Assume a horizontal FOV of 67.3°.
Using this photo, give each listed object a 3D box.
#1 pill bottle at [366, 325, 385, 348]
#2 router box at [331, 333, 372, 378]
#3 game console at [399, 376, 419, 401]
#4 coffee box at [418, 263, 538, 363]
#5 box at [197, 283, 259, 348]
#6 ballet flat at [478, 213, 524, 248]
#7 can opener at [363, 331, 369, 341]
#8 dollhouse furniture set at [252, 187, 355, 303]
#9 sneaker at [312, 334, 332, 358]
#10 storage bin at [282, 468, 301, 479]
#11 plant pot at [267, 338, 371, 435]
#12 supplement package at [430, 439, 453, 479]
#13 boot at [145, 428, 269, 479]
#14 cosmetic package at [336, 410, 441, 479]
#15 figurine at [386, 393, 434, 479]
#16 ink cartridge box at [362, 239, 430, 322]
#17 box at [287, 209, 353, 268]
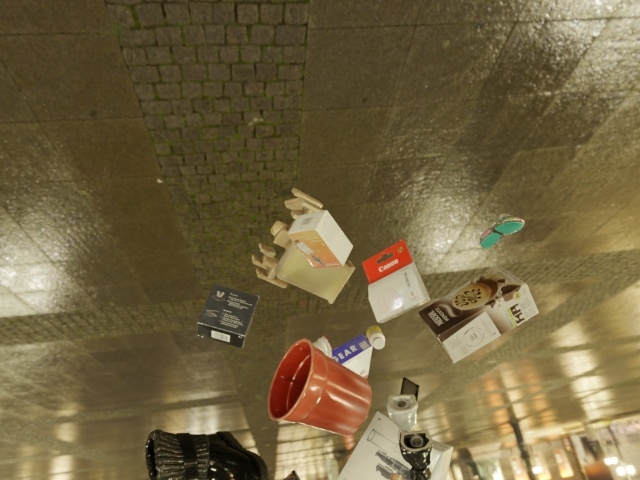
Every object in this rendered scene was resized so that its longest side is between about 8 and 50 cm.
[{"bbox_3d":[0.229,0.401,1.981,0.065,0.065,0.116,-8,-166,-3],"label":"pill bottle"},{"bbox_3d":[0.068,0.606,2.177,0.335,0.082,0.301,-26,142,-22],"label":"router box"},{"bbox_3d":[0.315,0.579,1.749,0.071,0.122,0.107,15,144,7],"label":"game console"},{"bbox_3d":[0.474,0.219,1.467,0.297,0.168,0.119,-32,110,0],"label":"coffee box"},{"bbox_3d":[-0.297,0.245,1.559,0.155,0.158,0.093,16,140,0],"label":"box"},{"bbox_3d":[0.654,-0.047,1.748,0.076,0.079,0.221,23,149,-7],"label":"ballet flat"},{"bbox_3d":[0.180,0.554,2.476,0.280,0.074,0.093,-40,169,8],"label":"can opener"},{"bbox_3d":[-0.061,0.047,1.948,0.256,0.394,0.362,27,103,-24],"label":"dollhouse furniture set"},{"bbox_3d":[-0.006,0.501,1.876,0.111,0.252,0.103,-13,-172,-11],"label":"sneaker"},{"bbox_3d":[-0.118,0.976,1.891,0.091,0.098,0.135,-30,-173,-11],"label":"storage bin"},{"bbox_3d":[0.007,0.504,1.595,0.265,0.272,0.272,29,138,-20],"label":"plant pot"},{"bbox_3d":[0.411,0.964,2.002,0.204,0.262,0.145,10,174,32],"label":"supplement package"},{"bbox_3d":[-0.328,0.641,1.347,0.260,0.131,0.348,19,172,-37],"label":"boot"},{"bbox_3d":[0.242,0.899,1.830,0.284,0.377,0.097,27,159,25],"label":"cosmetic package"},{"bbox_3d":[0.263,0.589,1.405,0.092,0.215,0.210,-13,121,-2],"label":"figurine"},{"bbox_3d":[0.241,0.137,1.637,0.189,0.232,0.066,-31,159,26],"label":"ink cartridge box"},{"bbox_3d":[0.000,0.000,1.561,0.130,0.091,0.170,-9,129,41],"label":"box"}]
